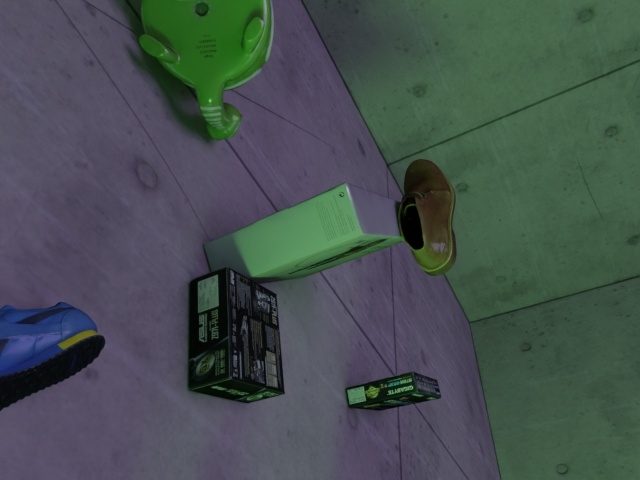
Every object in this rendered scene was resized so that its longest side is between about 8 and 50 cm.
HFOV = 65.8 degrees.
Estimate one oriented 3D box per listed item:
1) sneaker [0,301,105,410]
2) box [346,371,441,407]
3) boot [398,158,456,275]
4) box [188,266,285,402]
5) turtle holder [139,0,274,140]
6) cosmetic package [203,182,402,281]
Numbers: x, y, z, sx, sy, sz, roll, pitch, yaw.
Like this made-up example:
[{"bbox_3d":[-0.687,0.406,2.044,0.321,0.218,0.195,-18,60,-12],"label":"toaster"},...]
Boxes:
[{"bbox_3d":[-0.307,0.110,0.453,0.082,0.069,0.209,40,26,15],"label":"sneaker"},{"bbox_3d":[0.187,0.381,1.237,0.220,0.175,0.051,36,39,-56],"label":"box"},{"bbox_3d":[0.220,-0.081,1.063,0.115,0.112,0.305,38,39,-38],"label":"boot"},{"bbox_3d":[-0.133,0.155,0.795,0.147,0.078,0.180,39,37,-53],"label":"box"},{"bbox_3d":[-0.188,-0.385,0.947,0.320,0.243,0.227,59,4,-2],"label":"turtle holder"},{"bbox_3d":[0.000,0.000,0.979,0.377,0.285,0.097,1,71,-67],"label":"cosmetic package"}]
